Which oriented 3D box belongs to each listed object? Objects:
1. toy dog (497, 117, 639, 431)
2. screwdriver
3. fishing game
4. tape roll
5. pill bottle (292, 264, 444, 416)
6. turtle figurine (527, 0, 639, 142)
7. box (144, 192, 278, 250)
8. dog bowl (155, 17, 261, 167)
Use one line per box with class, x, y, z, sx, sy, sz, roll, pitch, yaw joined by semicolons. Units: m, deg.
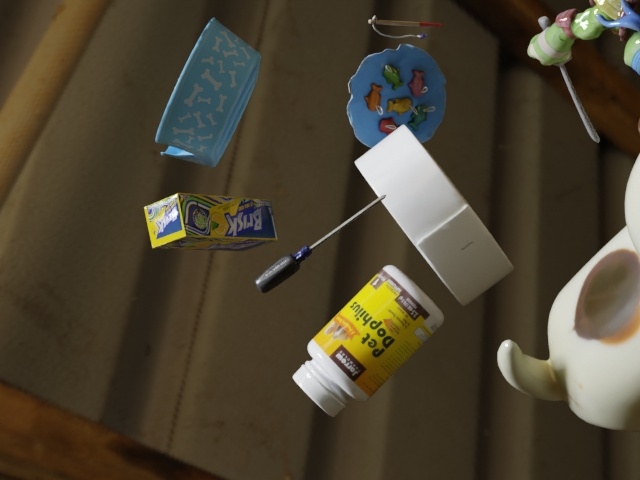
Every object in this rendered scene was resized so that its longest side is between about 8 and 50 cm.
toy dog;0.402;0.023;1.324;0.395;0.408;0.284;3;-129;-1
screwdriver;0.000;0.000;1.313;0.024;0.170;0.025;51;-178;-25
fishing game;0.131;-0.233;2.032;0.189;0.041;0.264;0;-77;-24
tape roll;0.175;-0.039;1.893;0.286;0.100;0.286;53;-175;-6
pill bottle;0.064;0.146;1.742;0.215;0.117;0.117;-46;-68;-2
turtle figurine;0.310;-0.260;1.278;0.274;0.198;0.266;11;-120;-50
box;-0.128;-0.020;1.477;0.169;0.059;0.054;1;-106;-53
dog bowl;-0.137;-0.175;1.554;0.074;0.297;0.166;25;-95;-4
